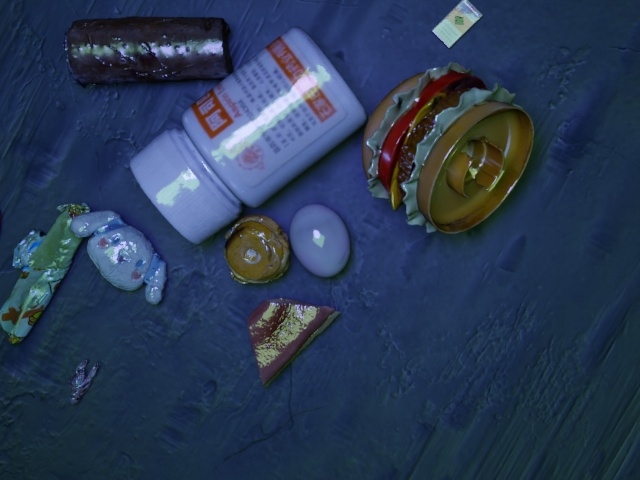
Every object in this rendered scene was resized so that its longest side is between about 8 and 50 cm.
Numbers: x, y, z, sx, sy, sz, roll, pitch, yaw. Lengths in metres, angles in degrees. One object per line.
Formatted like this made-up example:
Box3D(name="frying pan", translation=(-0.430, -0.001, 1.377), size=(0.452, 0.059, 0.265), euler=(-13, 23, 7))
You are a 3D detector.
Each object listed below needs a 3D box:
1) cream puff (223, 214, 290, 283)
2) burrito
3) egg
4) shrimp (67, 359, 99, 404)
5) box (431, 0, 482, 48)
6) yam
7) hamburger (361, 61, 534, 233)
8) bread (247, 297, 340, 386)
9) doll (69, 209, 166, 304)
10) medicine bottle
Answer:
Box3D(name="cream puff", translation=(-0.108, 0.017, 1.704), size=(0.119, 0.104, 0.133), euler=(15, 125, 11))
Box3D(name="burrito", translation=(-0.515, 0.047, 1.757), size=(0.104, 0.054, 0.288), euler=(32, 94, 4))
Box3D(name="egg", translation=(0.000, 0.000, 1.697), size=(0.103, 0.103, 0.135), euler=(-22, 92, 4))
Box3D(name="shrimp", translation=(-0.439, 0.255, 1.769), size=(0.038, 0.029, 0.092), euler=(32, 87, 11))
Box3D(name="box", translation=(0.243, -0.387, 1.720), size=(0.083, 0.012, 0.046), euler=(-45, 88, 3))
Box3D(name="yam", translation=(-0.297, -0.336, 1.701), size=(0.280, 0.131, 0.131), euler=(-2, 91, 2))
Box3D(name="hamburger", translation=(0.195, -0.161, 1.610), size=(0.212, 0.274, 0.274), euler=(39, 94, 36))
Box3D(name="bread", translation=(-0.069, 0.157, 1.722), size=(0.192, 0.067, 0.119), euler=(-44, 96, 4))
Box3D(name="doll", translation=(-0.354, 0.026, 1.733), size=(0.103, 0.071, 0.214), euler=(-45, 100, -13))
Box3D(name="medicine bottle", translation=(-0.122, -0.175, 1.648), size=(0.371, 0.211, 0.211), euler=(-37, 89, 4))
